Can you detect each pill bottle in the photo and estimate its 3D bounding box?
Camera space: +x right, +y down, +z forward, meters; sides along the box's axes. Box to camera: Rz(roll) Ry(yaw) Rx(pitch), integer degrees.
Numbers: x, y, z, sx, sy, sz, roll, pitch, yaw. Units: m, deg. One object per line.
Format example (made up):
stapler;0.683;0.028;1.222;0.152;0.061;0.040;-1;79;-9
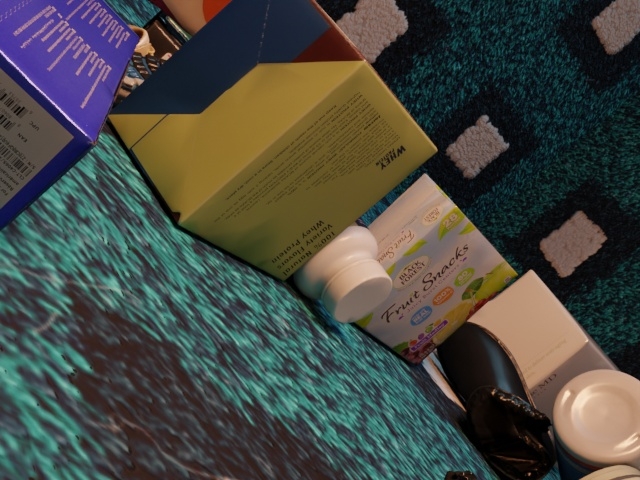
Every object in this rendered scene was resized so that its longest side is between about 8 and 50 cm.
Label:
pill bottle;0.000;0.000;1.009;0.169;0.094;0.094;54;9;31
pill bottle;0.353;0.263;1.216;0.124;0.124;0.221;56;-8;39

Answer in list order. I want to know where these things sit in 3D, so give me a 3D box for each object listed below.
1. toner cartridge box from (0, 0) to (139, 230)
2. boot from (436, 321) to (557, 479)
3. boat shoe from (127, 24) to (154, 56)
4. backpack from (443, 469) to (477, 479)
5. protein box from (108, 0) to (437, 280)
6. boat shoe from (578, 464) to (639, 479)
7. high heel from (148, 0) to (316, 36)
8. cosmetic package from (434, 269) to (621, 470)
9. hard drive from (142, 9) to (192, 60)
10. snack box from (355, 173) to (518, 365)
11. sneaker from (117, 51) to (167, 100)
toner cartridge box;-0.206;-0.137;0.619;0.165;0.075;0.348;48;9;-19
boot;0.225;0.200;1.287;0.246;0.094;0.207;59;7;19
boat shoe;-0.190;-0.182;0.954;0.063;0.059;0.170;55;10;35
backpack;0.106;0.220;0.607;0.114;0.084;0.105;41;11;-19
protein box;-0.036;-0.096;0.884;0.136;0.200;0.201;54;9;27
boat shoe;0.434;0.407;1.198;0.500;0.187;0.156;33;22;-46
high heel;-0.180;-0.329;1.086;0.377;0.127;0.181;18;29;-30
cosmetic package;0.354;0.215;1.560;0.365;0.197;0.155;36;17;-53
hard drive;-0.135;-0.184;1.240;0.237;0.064;0.339;47;9;-17
snack box;0.117;0.042;1.160;0.207;0.174;0.070;38;11;-50
sneaker;-0.137;-0.122;0.955;0.191;0.083;0.071;11;36;-38
